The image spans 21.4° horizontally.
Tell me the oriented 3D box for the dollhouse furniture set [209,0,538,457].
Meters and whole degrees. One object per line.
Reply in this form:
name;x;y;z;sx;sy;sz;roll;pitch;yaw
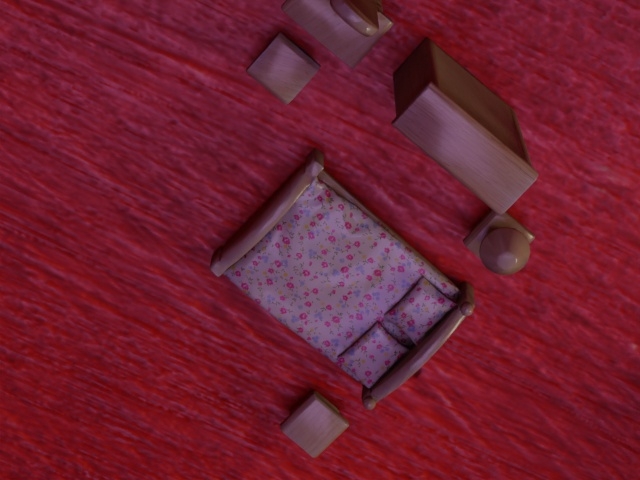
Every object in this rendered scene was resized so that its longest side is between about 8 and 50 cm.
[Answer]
dollhouse furniture set;0.000;0.000;1.417;0.303;0.174;0.355;40;106;-12
